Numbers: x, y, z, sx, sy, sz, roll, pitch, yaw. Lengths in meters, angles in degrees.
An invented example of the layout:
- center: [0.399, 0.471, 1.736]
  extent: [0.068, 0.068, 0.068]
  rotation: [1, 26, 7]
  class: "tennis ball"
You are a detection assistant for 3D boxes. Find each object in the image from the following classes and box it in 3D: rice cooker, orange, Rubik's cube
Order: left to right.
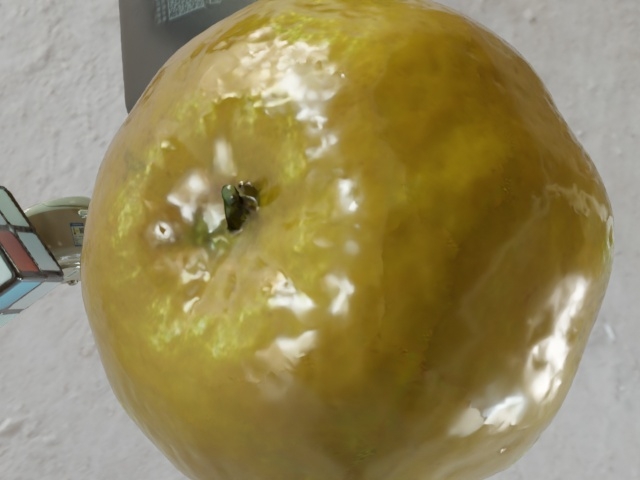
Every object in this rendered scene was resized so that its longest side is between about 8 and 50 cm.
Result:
- center: [-0.508, 0.031, 1.807]
  extent: [0.183, 0.167, 0.180]
  rotation: [55, 7, 9]
  class: "Rubik's cube"
- center: [-0.419, 0.003, 1.998]
  extent: [0.206, 0.145, 0.127]
  rotation: [3, 62, -46]
  class: "rice cooker"
- center: [0.013, 0.010, 0.647]
  extent: [0.235, 0.279, 0.279]
  rotation: [19, 54, -55]
  class: "orange"

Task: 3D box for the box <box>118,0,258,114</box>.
- center: [-0.149, -0.313, 1.606]
  extent: [0.073, 0.289, 0.290]
  rotation: [9, 72, -53]
  class: "box"
